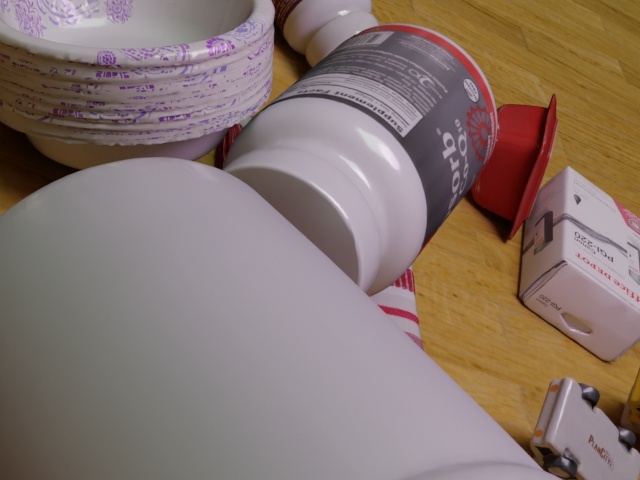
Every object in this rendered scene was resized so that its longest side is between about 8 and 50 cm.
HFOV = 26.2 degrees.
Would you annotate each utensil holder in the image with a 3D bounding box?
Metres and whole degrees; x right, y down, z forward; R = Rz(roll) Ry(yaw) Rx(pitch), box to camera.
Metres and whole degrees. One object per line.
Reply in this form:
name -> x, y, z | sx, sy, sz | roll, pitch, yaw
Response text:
utensil holder -> -0.058, 0.167, 0.874 | 0.327, 0.327, 0.385 | 7, 28, -42

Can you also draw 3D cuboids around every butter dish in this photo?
butter dish -> 0.235, -0.109, 1.790 | 0.118, 0.160, 0.160 | 19, 35, 5

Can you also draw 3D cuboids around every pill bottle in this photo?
pill bottle -> -0.009, -0.313, 1.755 | 0.121, 0.121, 0.221 | -2, 55, -47
pill bottle -> 0.029, -0.065, 1.364 | 0.210, 0.210, 0.363 | 43, 36, -1

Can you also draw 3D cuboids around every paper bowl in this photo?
paper bowl -> -0.187, -0.165, 1.323 | 0.284, 0.148, 0.284 | 2, 29, -1

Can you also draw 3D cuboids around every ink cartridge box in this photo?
ink cartridge box -> 0.346, 0.028, 1.777 | 0.158, 0.092, 0.218 | 34, 37, -14

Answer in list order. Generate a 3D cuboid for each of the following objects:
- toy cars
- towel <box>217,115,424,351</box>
toy cars -> 0.338, 0.213, 1.566 | 0.393, 0.087, 0.176 | -9, 96, -48
towel -> 0.000, 0.000, 1.476 | 0.237, 0.037, 0.329 | 20, 39, -22
